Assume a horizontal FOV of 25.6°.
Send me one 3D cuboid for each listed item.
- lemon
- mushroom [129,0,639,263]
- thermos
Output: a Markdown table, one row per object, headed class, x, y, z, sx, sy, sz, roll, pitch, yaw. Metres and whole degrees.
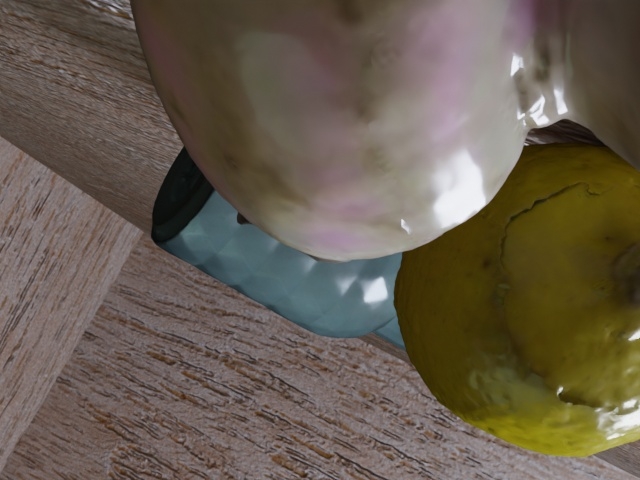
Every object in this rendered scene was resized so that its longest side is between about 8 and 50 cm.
| class | x | y | z | sx | sy | sz | roll | pitch | yaw |
| --- | --- | --- | --- | --- | --- | --- | --- | --- | --- |
| lemon | 0.127 | 0.029 | 0.769 | 0.180 | 0.181 | 0.193 | 36 | 180 | -40 |
| mushroom | 0.005 | -0.088 | 0.475 | 0.236 | 0.162 | 0.173 | 24 | 173 | 30 |
| thermos | 0.000 | 0.000 | 1.254 | 0.286 | 0.145 | 0.182 | 32 | -156 | -22 |
